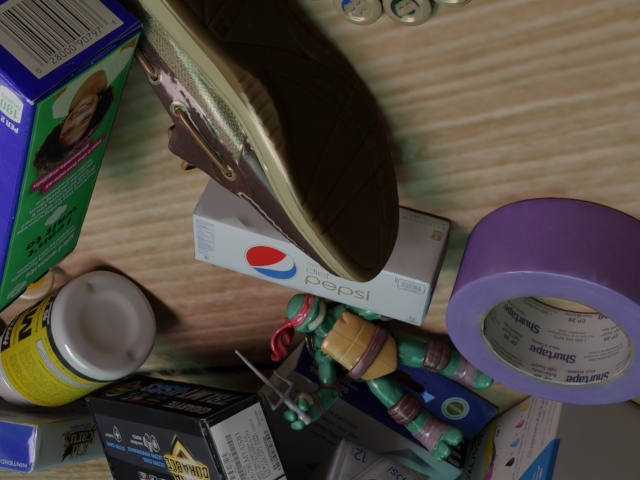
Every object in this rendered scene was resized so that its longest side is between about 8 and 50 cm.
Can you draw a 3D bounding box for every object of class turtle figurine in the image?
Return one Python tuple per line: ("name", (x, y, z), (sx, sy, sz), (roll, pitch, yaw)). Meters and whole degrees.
("turtle figurine", (0.045, 0.106, 1.123), (0.234, 0.118, 0.175), (30, 104, -14))

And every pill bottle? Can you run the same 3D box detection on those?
("pill bottle", (-0.282, 0.117, 1.299), (0.119, 0.119, 0.208), (37, 142, -21))

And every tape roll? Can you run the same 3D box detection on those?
("tape roll", (0.206, 0.055, 0.994), (0.189, 0.080, 0.189), (14, 145, 10))

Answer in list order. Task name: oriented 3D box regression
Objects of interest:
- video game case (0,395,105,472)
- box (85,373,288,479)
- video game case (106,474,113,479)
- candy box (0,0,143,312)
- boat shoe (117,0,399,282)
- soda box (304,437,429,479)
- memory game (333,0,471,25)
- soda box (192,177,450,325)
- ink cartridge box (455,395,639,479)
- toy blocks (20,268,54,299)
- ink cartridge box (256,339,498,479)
("video game case", (-0.388, 0.221, 1.431), (0.270, 0.061, 0.244), (6, -179, 22))
("box", (-0.112, 0.290, 1.187), (0.296, 0.073, 0.293), (-3, 105, 57))
("video game case", (-0.143, 0.298, 1.475), (0.190, 0.022, 0.173), (-40, 117, 19))
("candy box", (-0.296, -0.126, 0.914), (0.268, 0.122, 0.317), (42, 146, 8))
("boat shoe", (-0.060, -0.103, 0.899), (0.123, 0.123, 0.342), (-5, 134, 44))
("soda box", (0.006, 0.312, 1.211), (0.098, 0.091, 0.286), (25, 143, -7))
("memory game", (0.031, -0.215, 0.782), (0.186, 0.012, 0.186), (15, 144, 11))
("soda box", (0.000, 0.000, 1.033), (0.216, 0.073, 0.069), (17, 145, 8))
("ink cartridge box", (0.240, 0.276, 1.190), (0.168, 0.171, 0.232), (28, 144, -9))
("toy blocks", (-0.332, -0.009, 1.213), (0.123, 0.054, 0.148), (22, 145, 0))
("ink cartridge box", (0.036, 0.207, 1.241), (0.223, 0.045, 0.224), (32, 119, -14))
